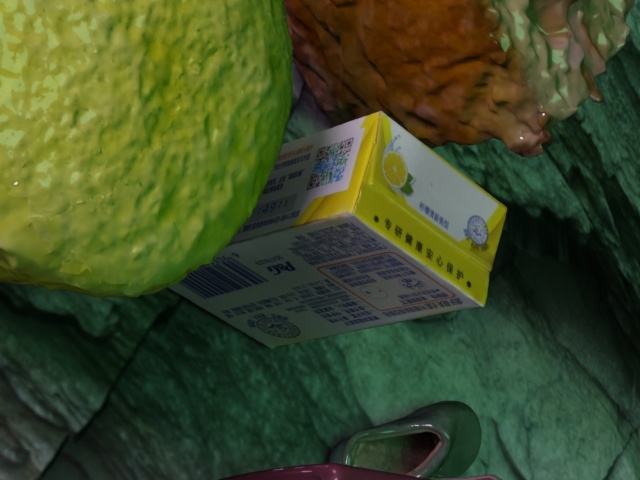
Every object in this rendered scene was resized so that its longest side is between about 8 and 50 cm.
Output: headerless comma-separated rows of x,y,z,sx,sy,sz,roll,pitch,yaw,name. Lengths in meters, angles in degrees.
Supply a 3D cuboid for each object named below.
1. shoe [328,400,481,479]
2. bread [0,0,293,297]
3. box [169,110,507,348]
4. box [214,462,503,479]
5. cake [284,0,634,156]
0.098,0.201,1.471,0.195,0.078,0.079,-9,87,-39,shoe
-0.217,-0.138,1.078,0.348,0.307,0.348,-4,95,-51,bread
0.000,0.000,1.293,0.168,0.265,0.097,33,59,-33,box
0.009,0.275,1.244,0.167,0.294,0.193,19,69,-27,box
0.117,-0.278,1.426,0.307,0.293,0.314,-50,126,-37,cake
